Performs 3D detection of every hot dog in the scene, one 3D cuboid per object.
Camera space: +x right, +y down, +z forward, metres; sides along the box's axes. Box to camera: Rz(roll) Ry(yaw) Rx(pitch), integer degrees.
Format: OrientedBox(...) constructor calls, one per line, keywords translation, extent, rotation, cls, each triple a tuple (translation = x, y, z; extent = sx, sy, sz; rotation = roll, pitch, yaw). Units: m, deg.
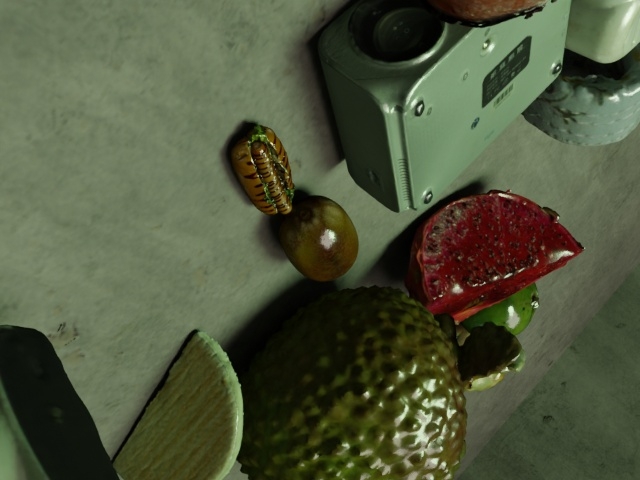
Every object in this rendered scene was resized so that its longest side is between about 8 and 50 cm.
OrientedBox(translation=(-0.045, -0.056, 0.719), extent=(0.049, 0.037, 0.122), rotation=(-42, 153, -8), cls="hot dog")

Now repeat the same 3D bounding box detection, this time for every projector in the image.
OrientedBox(translation=(0.125, -0.168, 0.754), extent=(0.250, 0.108, 0.198), rotation=(-43, 153, -13), cls="projector")

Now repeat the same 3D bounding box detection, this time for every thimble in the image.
OrientedBox(translation=(0.313, -0.188, 0.980), extent=(0.127, 0.151, 0.118), rotation=(-55, 157, -17), cls="thimble")

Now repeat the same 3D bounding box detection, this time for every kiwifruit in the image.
OrientedBox(translation=(0.000, 0.000, 0.832), extent=(0.075, 0.075, 0.124), rotation=(-45, 159, -8), cls="kiwifruit")

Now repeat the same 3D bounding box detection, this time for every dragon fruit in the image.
OrientedBox(translation=(0.196, 0.037, 1.158), extent=(0.262, 0.134, 0.211), rotation=(-14, 152, -28), cls="dragon fruit")

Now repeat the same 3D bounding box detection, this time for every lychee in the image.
OrientedBox(translation=(0.052, 0.183, 0.952), extent=(0.320, 0.270, 0.270), rotation=(-41, 155, -35), cls="lychee")

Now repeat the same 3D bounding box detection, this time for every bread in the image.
OrientedBox(translation=(-0.130, 0.199, 0.849), extent=(0.193, 0.112, 0.036), rotation=(-58, 158, 17), cls="bread")

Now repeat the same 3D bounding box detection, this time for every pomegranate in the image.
OrientedBox(translation=(0.281, 0.122, 1.394), extent=(0.152, 0.131, 0.191), rotation=(-15, 146, -55), cls="pomegranate")

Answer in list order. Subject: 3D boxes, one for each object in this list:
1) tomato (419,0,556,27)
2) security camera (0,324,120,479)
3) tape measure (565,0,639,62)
OrientedBox(translation=(0.129, -0.279, 0.574), extent=(0.214, 0.180, 0.155), rotation=(-54, 138, -6), cls="tomato")
OrientedBox(translation=(-0.283, 0.166, 0.480), extent=(0.191, 0.197, 0.277), rotation=(-48, 150, 19), cls="security camera")
OrientedBox(translation=(0.327, -0.327, 0.845), extent=(0.258, 0.130, 0.265), rotation=(-39, 148, -27), cls="tape measure")
